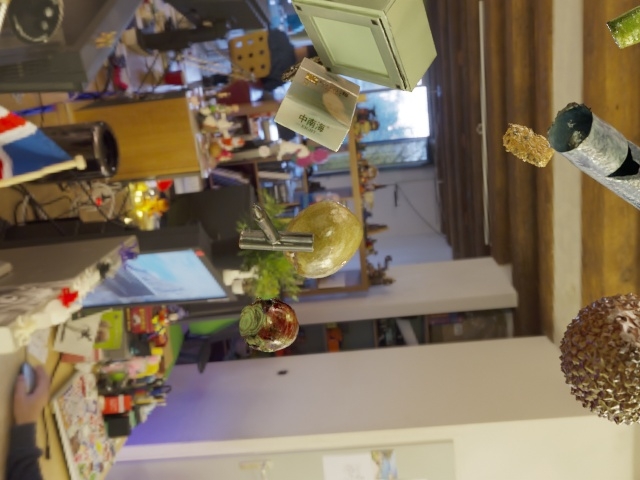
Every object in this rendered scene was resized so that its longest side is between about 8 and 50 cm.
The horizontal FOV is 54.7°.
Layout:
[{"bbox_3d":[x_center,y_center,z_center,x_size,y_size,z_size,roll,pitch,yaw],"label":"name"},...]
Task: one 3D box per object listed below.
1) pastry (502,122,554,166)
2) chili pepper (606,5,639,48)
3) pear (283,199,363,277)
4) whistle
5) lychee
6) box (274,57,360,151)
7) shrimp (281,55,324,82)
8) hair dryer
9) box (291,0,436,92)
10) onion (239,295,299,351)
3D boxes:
[{"bbox_3d":[0.528,-0.244,1.582,0.080,0.140,0.056,-56,143,-1],"label":"pastry"},{"bbox_3d":[0.442,-0.272,0.719,0.050,0.201,0.052,-1,85,-52],"label":"chili pepper"},{"bbox_3d":[0.000,0.000,1.678,0.188,0.211,0.228,48,-10,3],"label":"pear"},{"bbox_3d":[0.389,-0.073,0.750,0.062,0.304,0.062,-36,-137,41],"label":"whistle"},{"bbox_3d":[0.592,0.237,1.208,0.267,0.267,0.268,-5,90,-86],"label":"lychee"},{"bbox_3d":[-0.001,-0.307,1.369,0.067,0.155,0.243,-57,-168,35],"label":"box"},{"bbox_3d":[0.072,-0.473,1.559,0.233,0.364,0.071,-105,177,-83],"label":"shrimp"},{"bbox_3d":[-0.098,-0.029,1.366,0.195,0.173,0.050,95,-3,-67],"label":"hair dryer"},{"bbox_3d":[0.087,-0.424,1.229,0.118,0.224,0.225,-57,147,-14],"label":"box"},{"bbox_3d":[-0.098,0.168,1.240,0.117,0.118,0.119,-4,-89,50],"label":"onion"}]
